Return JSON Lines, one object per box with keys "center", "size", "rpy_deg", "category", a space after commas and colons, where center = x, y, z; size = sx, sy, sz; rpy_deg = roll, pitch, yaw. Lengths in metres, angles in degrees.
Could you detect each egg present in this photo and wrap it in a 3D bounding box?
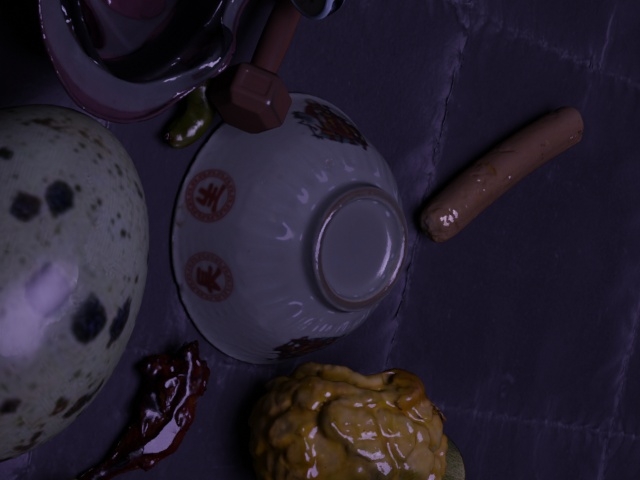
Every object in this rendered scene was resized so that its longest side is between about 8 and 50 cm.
{"center": [-0.315, 0.042, 1.647], "size": [0.379, 0.287, 0.287], "rpy_deg": [-55, 128, -23], "category": "egg"}

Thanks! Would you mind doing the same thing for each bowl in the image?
{"center": [0.000, 0.000, 2.002], "size": [0.337, 0.157, 0.337], "rpy_deg": [-10, 106, -39], "category": "bowl"}

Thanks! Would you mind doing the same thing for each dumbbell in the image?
{"center": [-0.050, -0.235, 1.926], "size": [0.092, 0.082, 0.231], "rpy_deg": [23, 67, -3], "category": "dumbbell"}

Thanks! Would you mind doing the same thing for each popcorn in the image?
{"center": [0.035, 0.259, 2.056], "size": [0.250, 0.190, 0.250], "rpy_deg": [-3, 124, -4], "category": "popcorn"}

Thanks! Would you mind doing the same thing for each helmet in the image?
{"center": [-0.206, -0.298, 1.732], "size": [0.338, 0.197, 0.271], "rpy_deg": [-58, 137, -8], "category": "helmet"}

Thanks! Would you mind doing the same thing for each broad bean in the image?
{"center": [-0.147, -0.210, 1.900], "size": [0.070, 0.048, 0.214], "rpy_deg": [-7, 107, -41], "category": "broad bean"}

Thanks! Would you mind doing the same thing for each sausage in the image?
{"center": [0.242, -0.092, 2.258], "size": [0.301, 0.065, 0.066], "rpy_deg": [-36, 121, -33], "category": "sausage"}

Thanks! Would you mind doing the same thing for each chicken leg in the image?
{"center": [-0.197, 0.210, 1.945], "size": [0.089, 0.048, 0.219], "rpy_deg": [32, 82, -17], "category": "chicken leg"}

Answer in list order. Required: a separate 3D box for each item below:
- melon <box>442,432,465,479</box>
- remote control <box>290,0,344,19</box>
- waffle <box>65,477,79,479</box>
{"center": [0.128, 0.319, 2.231], "size": [0.128, 0.079, 0.160], "rpy_deg": [37, 75, -41], "category": "melon"}
{"center": [-0.044, -0.357, 1.874], "size": [0.047, 0.087, 0.244], "rpy_deg": [-25, 82, -35], "category": "remote control"}
{"center": [-0.262, 0.436, 1.859], "size": [0.261, 0.151, 0.324], "rpy_deg": [-17, 112, -25], "category": "waffle"}
